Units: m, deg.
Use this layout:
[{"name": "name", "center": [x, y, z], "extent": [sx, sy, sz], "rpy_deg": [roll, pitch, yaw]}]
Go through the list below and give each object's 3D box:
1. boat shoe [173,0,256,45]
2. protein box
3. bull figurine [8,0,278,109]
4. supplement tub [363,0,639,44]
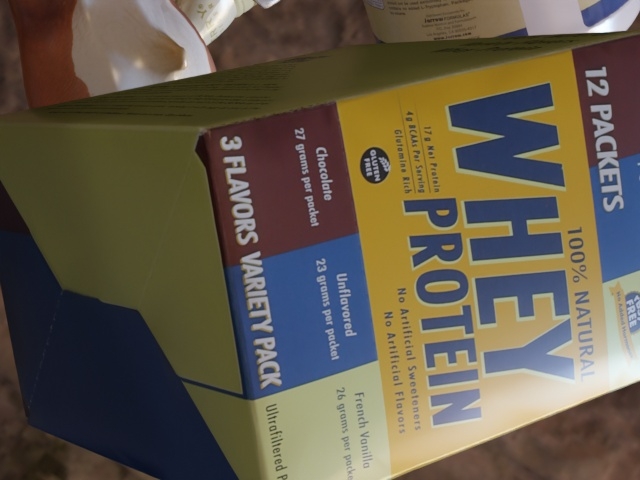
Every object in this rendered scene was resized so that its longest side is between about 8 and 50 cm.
[{"name": "boat shoe", "center": [-0.162, -0.223, 0.954], "extent": [0.285, 0.089, 0.104], "rpy_deg": [40, -11, 17]}, {"name": "protein box", "center": [0.000, 0.000, 0.612], "extent": [0.200, 0.201, 0.136], "rpy_deg": [7, -71, 55]}, {"name": "bull figurine", "center": [-0.087, -0.056, 0.802], "extent": [0.188, 0.101, 0.310], "rpy_deg": [2, -65, 52]}, {"name": "supplement tub", "center": [0.118, -0.302, 1.215], "extent": [0.228, 0.228, 0.316], "rpy_deg": [14, -49, 50]}]
